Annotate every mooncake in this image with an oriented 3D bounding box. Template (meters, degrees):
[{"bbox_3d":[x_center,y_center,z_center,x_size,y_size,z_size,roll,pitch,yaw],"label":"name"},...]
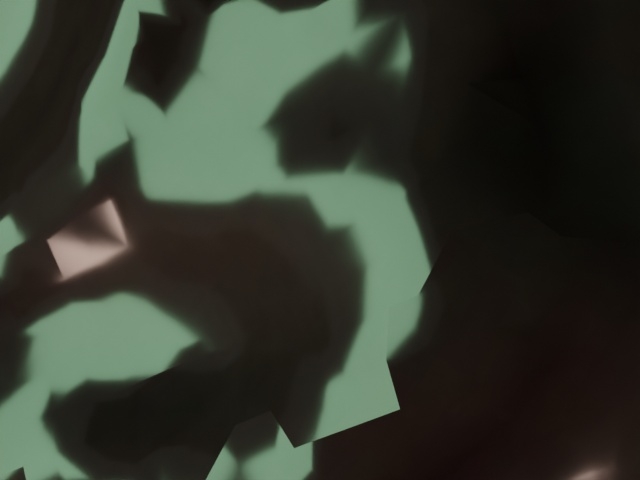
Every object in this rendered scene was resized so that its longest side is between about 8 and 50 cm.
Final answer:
[{"bbox_3d":[-0.025,0.031,0.468,0.350,0.212,0.381,-49,55,26],"label":"mooncake"}]
